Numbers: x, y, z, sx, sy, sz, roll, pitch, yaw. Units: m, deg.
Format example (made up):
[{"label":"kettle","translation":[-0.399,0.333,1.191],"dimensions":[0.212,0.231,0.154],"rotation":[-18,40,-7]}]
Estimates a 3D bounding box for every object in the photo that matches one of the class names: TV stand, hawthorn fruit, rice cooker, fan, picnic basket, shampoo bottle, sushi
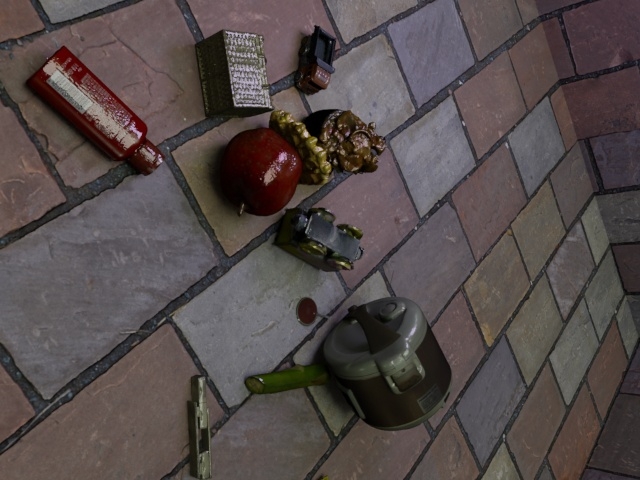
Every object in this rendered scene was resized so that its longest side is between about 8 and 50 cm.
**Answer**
[{"label":"TV stand","translation":[-0.294,0.454,1.429],"dimensions":[0.042,0.036,0.249],"rotation":[-1,87,-42]},{"label":"hawthorn fruit","translation":[-0.163,-0.165,1.508],"dimensions":[0.215,0.215,0.249],"rotation":[41,64,-33]},{"label":"rice cooker","translation":[0.190,0.346,1.707],"dimensions":[0.335,0.335,0.325],"rotation":[-45,117,-36]},{"label":"fan","translation":[-0.021,0.214,1.732],"dimensions":[0.133,0.005,0.085],"rotation":[21,71,-39]},{"label":"picnic basket","translation":[-0.212,-0.424,1.523],"dimensions":[0.154,0.134,0.196],"rotation":[-11,93,-45]},{"label":"shampoo bottle","translation":[-0.479,-0.272,1.292],"dimensions":[0.314,0.076,0.118],"rotation":[46,57,-31]},{"label":"sushi","translation":[0.062,-0.281,1.721],"dimensions":[0.213,0.204,0.199],"rotation":[17,79,-36]}]

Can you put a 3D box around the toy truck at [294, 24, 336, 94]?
[{"label":"toy truck","translation":[-0.010,-0.538,1.752],"dimensions":[0.083,0.092,0.192],"rotation":[21,72,-41]}]

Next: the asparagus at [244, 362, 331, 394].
[{"label":"asparagus","translation":[-0.082,0.383,1.622],"dimensions":[0.278,0.060,0.067],"rotation":[-1,97,-43]}]

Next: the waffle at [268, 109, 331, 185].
[{"label":"waffle","translation":[-0.062,-0.255,1.589],"dimensions":[0.057,0.229,0.219],"rotation":[-34,108,-20]}]

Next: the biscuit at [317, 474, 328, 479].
[{"label":"biscuit","translation":[-0.085,0.719,1.613],"dimensions":[0.292,0.026,0.048],"rotation":[-9,112,-43]}]

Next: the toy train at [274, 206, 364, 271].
[{"label":"toy train","translation":[0.000,0.000,1.654],"dimensions":[0.261,0.178,0.134],"rotation":[31,66,-37]}]
